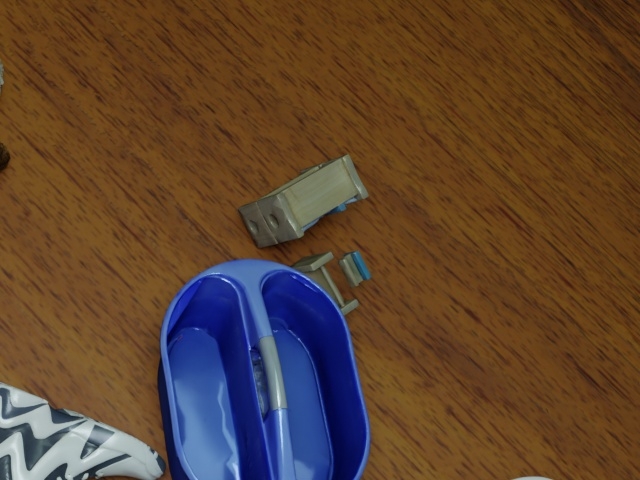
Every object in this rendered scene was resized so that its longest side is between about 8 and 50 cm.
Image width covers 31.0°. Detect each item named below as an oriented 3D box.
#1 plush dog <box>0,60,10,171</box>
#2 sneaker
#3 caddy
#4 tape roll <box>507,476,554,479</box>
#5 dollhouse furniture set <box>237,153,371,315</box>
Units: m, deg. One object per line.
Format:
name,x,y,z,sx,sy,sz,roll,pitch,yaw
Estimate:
plush dog,-0.519,-0.155,1.487,0.262,0.210,0.225,-13,91,-22
sneaker,-0.312,0.278,1.366,0.235,0.094,0.153,28,78,-26
caddy,-0.075,0.191,1.422,0.241,0.179,0.341,-4,64,-19
tape roll,0.242,0.431,1.385,0.286,0.100,0.286,12,66,-30
dollhouse furniture set,0.000,0.000,1.595,0.129,0.129,0.183,-32,99,-28
